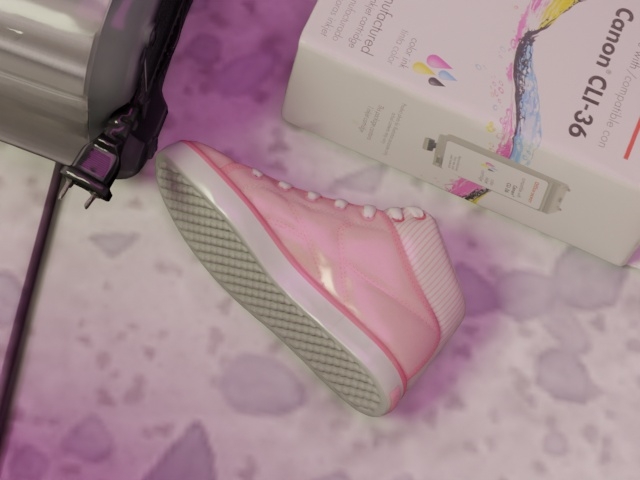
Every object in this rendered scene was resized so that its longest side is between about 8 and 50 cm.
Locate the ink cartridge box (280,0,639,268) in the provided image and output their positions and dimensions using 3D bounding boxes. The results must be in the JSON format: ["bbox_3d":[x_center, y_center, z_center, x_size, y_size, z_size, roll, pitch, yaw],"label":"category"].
[{"bbox_3d":[0.098,-0.070,0.763,0.198,0.067,0.115,23,63,2],"label":"ink cartridge box"}]

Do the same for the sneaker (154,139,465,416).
[{"bbox_3d":[0.000,0.000,0.725,0.134,0.051,0.070,45,65,9],"label":"sneaker"}]

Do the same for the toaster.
[{"bbox_3d":[-0.113,-0.126,0.724,0.146,0.129,0.227,17,69,3],"label":"toaster"}]
